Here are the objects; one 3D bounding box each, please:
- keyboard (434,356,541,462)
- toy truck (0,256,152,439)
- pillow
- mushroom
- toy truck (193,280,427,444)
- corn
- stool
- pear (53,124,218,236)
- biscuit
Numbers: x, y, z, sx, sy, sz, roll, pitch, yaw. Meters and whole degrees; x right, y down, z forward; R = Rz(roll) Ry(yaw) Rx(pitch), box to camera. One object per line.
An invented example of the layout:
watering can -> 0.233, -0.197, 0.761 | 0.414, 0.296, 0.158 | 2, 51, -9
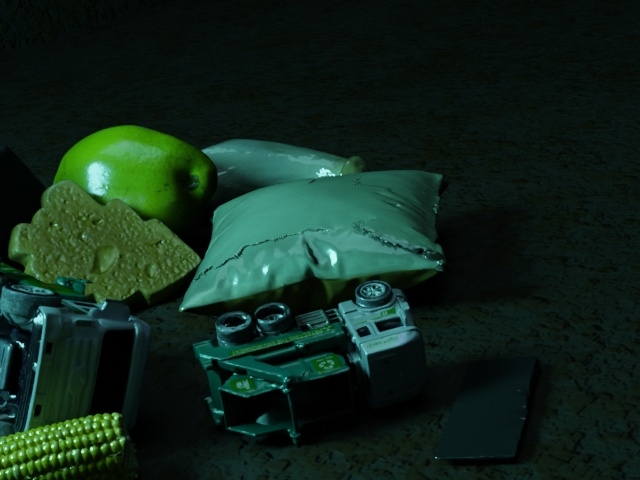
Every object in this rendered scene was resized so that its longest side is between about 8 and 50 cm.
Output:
keyboard -> 0.158, 0.155, 1.359 | 0.074, 0.015, 0.196 | -9, 18, 18
toy truck -> -0.309, 0.101, 1.525 | 0.178, 0.176, 0.363 | 7, 5, -31
pillow -> 0.000, 0.000, 1.732 | 0.312, 0.119, 0.310 | -9, 22, 8
mushroom -> -0.064, -0.096, 2.084 | 0.270, 0.103, 0.118 | -4, 19, 5
toy truck -> -0.004, 0.126, 1.406 | 0.216, 0.110, 0.116 | -14, 32, -10
corn -> -0.287, 0.218, 1.324 | 0.248, 0.081, 0.081 | -14, 19, -10
stool -> -0.445, -0.001, 1.848 | 0.141, 0.232, 0.232 | -2, 21, 33
pear -> -0.246, -0.065, 1.965 | 0.220, 0.187, 0.187 | 0, 21, 19
biscuit -> -0.266, 0.021, 1.823 | 0.239, 0.041, 0.212 | 9, 50, -12
